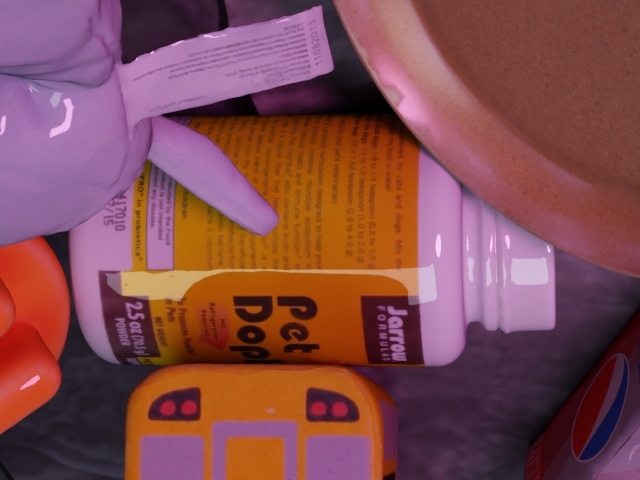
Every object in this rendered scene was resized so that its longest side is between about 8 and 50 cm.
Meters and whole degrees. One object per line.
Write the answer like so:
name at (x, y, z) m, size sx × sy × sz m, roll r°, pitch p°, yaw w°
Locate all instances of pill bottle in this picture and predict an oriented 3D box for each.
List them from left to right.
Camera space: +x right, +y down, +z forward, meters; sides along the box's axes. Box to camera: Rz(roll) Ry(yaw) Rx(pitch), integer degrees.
pill bottle at (0.000, 0.000, 0.824) m, size 0.215 × 0.117 × 0.117 m, roll -1°, pitch 132°, yaw 7°

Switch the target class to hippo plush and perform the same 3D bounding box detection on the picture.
hippo plush at (-0.173, -0.116, 0.659) m, size 0.294 × 0.237 × 0.234 m, roll -19°, pitch 150°, yaw -27°

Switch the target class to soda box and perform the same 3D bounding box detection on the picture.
soda box at (0.198, 0.074, 0.889) m, size 0.092 × 0.083 × 0.263 m, roll 22°, pitch 131°, yaw -11°

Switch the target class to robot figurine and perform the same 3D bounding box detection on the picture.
robot figurine at (-0.194, 0.011, 0.811) m, size 0.158 × 0.219 × 0.128 m, roll 14°, pitch 109°, yaw -36°

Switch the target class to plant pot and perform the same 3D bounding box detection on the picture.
plant pot at (0.097, -0.085, 0.670) m, size 0.236 × 0.032 × 0.236 m, roll 33°, pitch 149°, yaw 22°

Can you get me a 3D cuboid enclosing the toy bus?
toy bus at (-0.017, 0.129, 0.862) m, size 0.108 × 0.130 × 0.333 m, roll -1°, pitch 174°, yaw 4°
